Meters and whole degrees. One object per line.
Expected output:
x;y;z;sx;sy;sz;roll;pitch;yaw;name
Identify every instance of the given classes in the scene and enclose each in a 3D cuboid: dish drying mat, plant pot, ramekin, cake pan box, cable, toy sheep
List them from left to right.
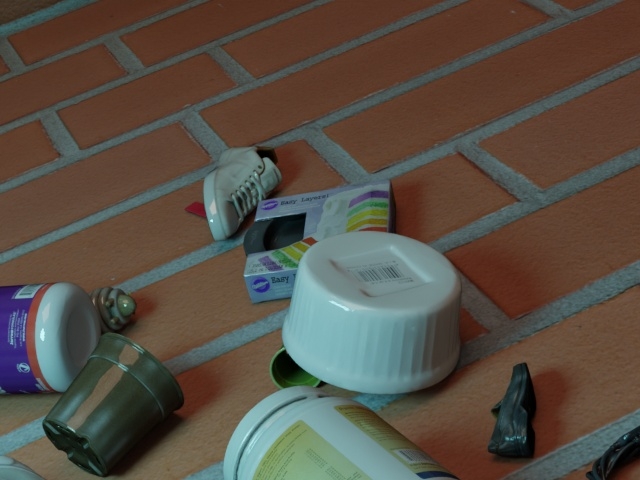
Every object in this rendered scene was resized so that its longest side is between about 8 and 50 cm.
-0.377;0.123;2.298;0.132;0.091;0.091;-11;33;17;toy sheep
-0.321;0.257;2.019;0.167;0.167;0.165;13;51;37;plant pot
-0.225;-0.056;2.573;0.083;0.008;0.032;19;46;43;dish drying mat
-0.036;0.184;2.078;0.083;0.083;0.079;-12;22;6;plant pot
0.000;0.000;2.341;0.266;0.070;0.246;-8;31;12;cake pan box
0.084;0.099;2.020;0.277;0.135;0.277;5;29;-3;ramekin
0.434;0.306;1.728;0.184;0.047;0.150;-25;39;-19;cable

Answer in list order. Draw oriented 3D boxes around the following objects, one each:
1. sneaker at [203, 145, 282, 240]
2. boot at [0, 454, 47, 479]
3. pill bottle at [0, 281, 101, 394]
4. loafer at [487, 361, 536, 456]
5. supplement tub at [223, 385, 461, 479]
-0.143;-0.104;2.518;0.123;0.106;0.290;-9;32;14;sneaker
-0.376;0.373;1.788;0.123;0.258;0.095;31;90;45;boot
-0.541;0.167;2.212;0.322;0.182;0.181;-4;34;18;pill bottle
0.270;0.236;1.881;0.061;0.062;0.170;-9;32;19;loafer
0.037;0.336;1.673;0.228;0.228;0.316;-30;35;-21;supplement tub
